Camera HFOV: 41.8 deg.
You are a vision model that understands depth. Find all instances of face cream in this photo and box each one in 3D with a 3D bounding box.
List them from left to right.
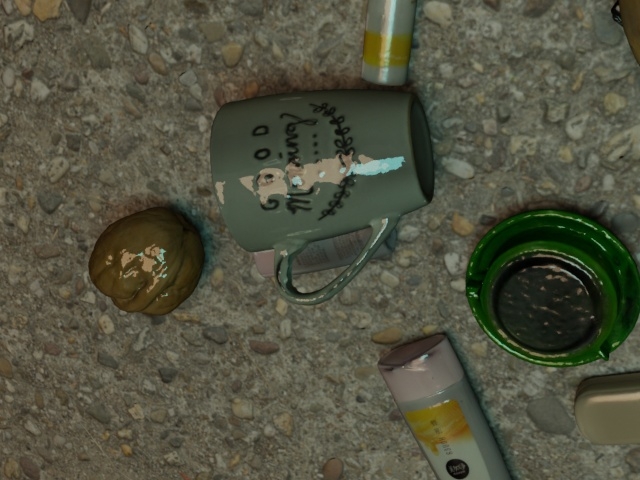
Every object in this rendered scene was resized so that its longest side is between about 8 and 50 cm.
[{"bbox_3d":[0.000,0.000,1.116,0.198,0.057,0.084,-9,107,28],"label":"face cream"},{"bbox_3d":[0.178,0.261,1.141,0.107,0.073,0.269,-23,100,21],"label":"face cream"}]

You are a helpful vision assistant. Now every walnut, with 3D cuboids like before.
[{"bbox_3d":[-0.242,0.029,1.185,0.166,0.149,0.167,-4,134,-4],"label":"walnut"}]

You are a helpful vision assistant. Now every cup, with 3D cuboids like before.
[{"bbox_3d":[0.013,-0.054,0.999,0.233,0.186,0.258,-6,85,19],"label":"cup"}]

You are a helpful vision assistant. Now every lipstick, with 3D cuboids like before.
[{"bbox_3d":[0.086,-0.311,0.947,0.059,0.059,0.264,14,116,17],"label":"lipstick"}]

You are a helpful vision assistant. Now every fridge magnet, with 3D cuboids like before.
[{"bbox_3d":[0.276,0.063,1.005,0.207,0.088,0.208,9,114,20],"label":"fridge magnet"}]

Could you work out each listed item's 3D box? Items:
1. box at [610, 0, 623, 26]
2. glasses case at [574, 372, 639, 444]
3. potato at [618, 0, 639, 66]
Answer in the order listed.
[{"bbox_3d":[0.457,-0.278,0.789,0.198,0.084,0.310,41,120,2],"label":"box"},{"bbox_3d":[0.413,0.204,1.029,0.196,0.050,0.083,-10,109,26],"label":"glasses case"},{"bbox_3d":[0.349,-0.229,0.734,0.150,0.146,0.234,-17,105,-4],"label":"potato"}]
